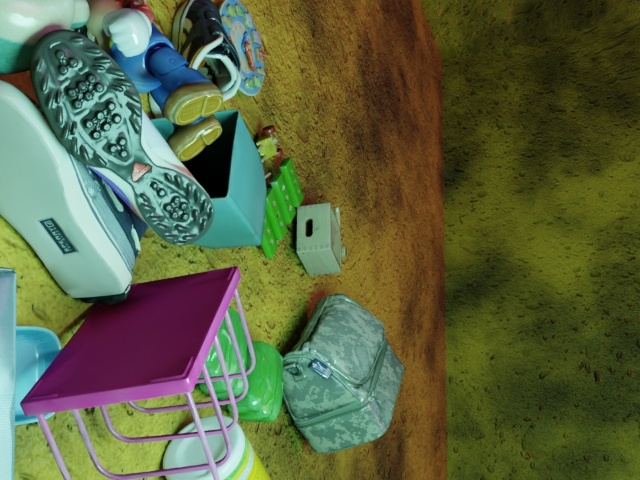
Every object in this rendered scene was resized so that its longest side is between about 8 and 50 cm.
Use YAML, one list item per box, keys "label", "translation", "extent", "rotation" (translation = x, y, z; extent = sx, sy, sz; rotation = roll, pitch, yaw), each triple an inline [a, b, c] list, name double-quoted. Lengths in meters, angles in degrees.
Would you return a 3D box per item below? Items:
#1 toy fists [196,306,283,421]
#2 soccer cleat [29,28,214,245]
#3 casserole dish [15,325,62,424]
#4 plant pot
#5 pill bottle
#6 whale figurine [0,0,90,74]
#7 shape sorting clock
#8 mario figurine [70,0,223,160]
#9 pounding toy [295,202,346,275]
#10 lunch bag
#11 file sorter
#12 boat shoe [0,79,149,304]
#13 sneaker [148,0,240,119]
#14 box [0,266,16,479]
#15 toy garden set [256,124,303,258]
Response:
- label: "toy fists"
  translation: [-0.153, 0.237, 1.293]
  extent: [0.279, 0.096, 0.142]
  rotation: [55, 25, -47]
- label: "soccer cleat"
  translation: [-0.251, -0.123, 0.890]
  extent: [0.108, 0.116, 0.318]
  rotation: [-42, 131, -10]
- label: "casserole dish"
  translation: [-0.374, 0.159, 0.837]
  extent: [0.188, 0.036, 0.114]
  rotation: [16, 69, -66]
- label: "plant pot"
  translation: [-0.185, -0.082, 1.236]
  extent: [0.234, 0.165, 0.166]
  rotation: [60, 30, -60]
- label: "pill bottle"
  translation: [-0.148, 0.418, 1.183]
  extent: [0.136, 0.136, 0.246]
  rotation: [-70, 146, -49]
- label: "whale figurine"
  translation: [-0.388, -0.301, 0.851]
  extent: [0.216, 0.141, 0.272]
  rotation: [22, 34, -31]
- label: "shape sorting clock"
  translation: [-0.165, -0.410, 1.521]
  extent: [0.206, 0.040, 0.206]
  rotation: [-8, 90, -74]
- label: "mario figurine"
  translation: [-0.277, -0.247, 0.982]
  extent: [0.320, 0.198, 0.170]
  rotation: [50, 30, 19]
- label: "pounding toy"
  translation: [0.001, -0.005, 1.766]
  extent: [0.206, 0.094, 0.181]
  rotation: [65, 21, -58]
- label: "lunch bag"
  translation: [0.036, 0.288, 1.615]
  extent: [0.256, 0.212, 0.305]
  rotation: [58, 27, -13]
- label: "file sorter"
  translation: [-0.209, 0.190, 0.948]
  extent: [0.291, 0.202, 0.182]
  rotation: [-78, 157, -67]
- label: "boat shoe"
  translation: [-0.333, -0.083, 0.931]
  extent: [0.158, 0.127, 0.341]
  rotation: [-82, 163, -48]
- label: "sneaker"
  translation: [-0.204, -0.336, 1.306]
  extent: [0.126, 0.127, 0.321]
  rotation: [56, 32, -46]
- label: "box"
  translation: [-0.396, 0.138, 0.697]
  extent: [0.183, 0.059, 0.233]
  rotation: [10, 75, -51]
- label: "toy garden set"
  translation: [-0.119, -0.113, 1.552]
  extent: [0.244, 0.049, 0.204]
  rotation: [-66, 144, -52]
